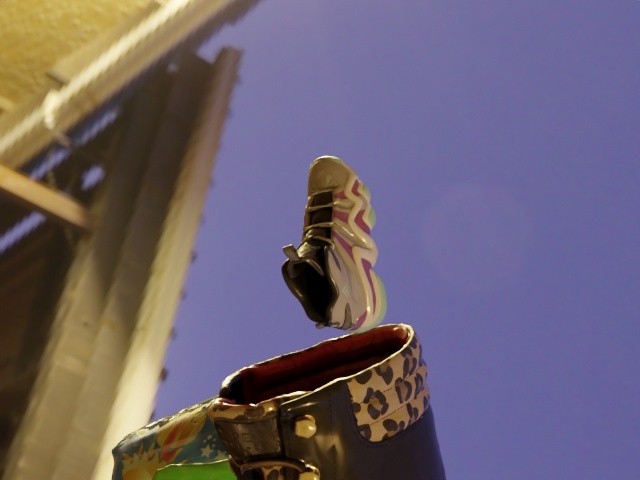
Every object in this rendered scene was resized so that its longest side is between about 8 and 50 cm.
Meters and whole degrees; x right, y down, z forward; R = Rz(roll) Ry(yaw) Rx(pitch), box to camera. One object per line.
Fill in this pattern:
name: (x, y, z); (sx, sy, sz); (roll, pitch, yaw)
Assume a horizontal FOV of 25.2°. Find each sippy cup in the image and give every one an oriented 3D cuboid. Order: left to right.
sippy cup: (-0.111, 0.279, 1.642); (0.224, 0.305, 0.240); (-15, -135, 7)

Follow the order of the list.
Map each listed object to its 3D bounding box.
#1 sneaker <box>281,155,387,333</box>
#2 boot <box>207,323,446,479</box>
sneaker: (0.000, 0.000, 0.750); (0.038, 0.069, 0.098); (-24, -106, 32)
boot: (-0.028, 0.242, 1.012); (0.138, 0.377, 0.284); (3, -71, 52)
